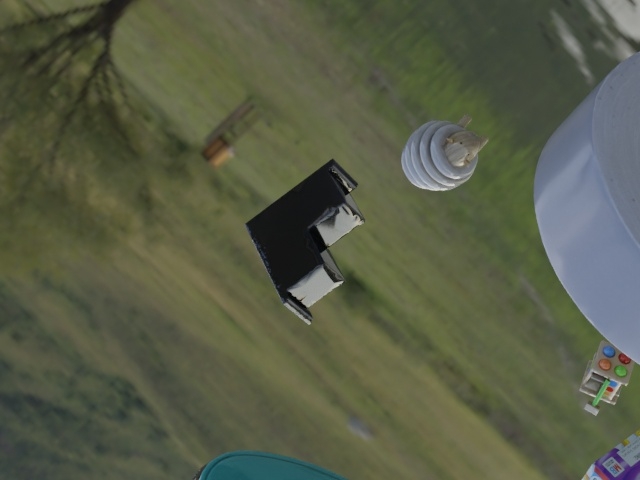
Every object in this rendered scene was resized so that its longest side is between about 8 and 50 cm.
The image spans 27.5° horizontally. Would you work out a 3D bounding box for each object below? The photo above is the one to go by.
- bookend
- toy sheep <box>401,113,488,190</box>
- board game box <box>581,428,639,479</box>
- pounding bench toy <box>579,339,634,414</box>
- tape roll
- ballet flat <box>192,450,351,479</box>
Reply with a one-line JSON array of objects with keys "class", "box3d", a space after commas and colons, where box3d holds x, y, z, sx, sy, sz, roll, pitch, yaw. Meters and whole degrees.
[{"class": "bookend", "box3d": [0.000, 0.000, 1.771, 0.072, 0.157, 0.156, 42, -165, -49]}, {"class": "toy sheep", "box3d": [0.139, -0.099, 1.523, 0.091, 0.091, 0.132, 47, 150, -11]}, {"class": "board game box", "box3d": [0.414, 0.350, 1.436, 0.275, 0.142, 0.144, 45, 141, 25]}, {"class": "pounding bench toy", "box3d": [0.389, 0.190, 1.779, 0.052, 0.083, 0.065, 23, 144, 6]}, {"class": "tape roll", "box3d": [0.247, -0.016, 0.825, 0.219, 0.219, 0.072, 46, 142, 8]}, {"class": "ballet flat", "box3d": [0.092, 0.359, 1.327, 0.483, 0.164, 0.182, 15, 142, 13]}]
